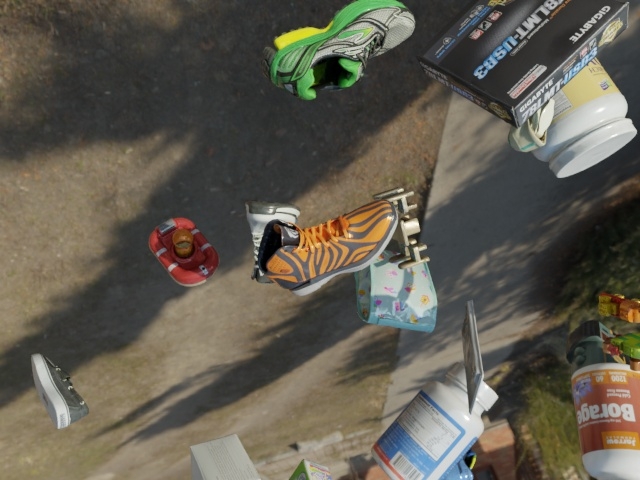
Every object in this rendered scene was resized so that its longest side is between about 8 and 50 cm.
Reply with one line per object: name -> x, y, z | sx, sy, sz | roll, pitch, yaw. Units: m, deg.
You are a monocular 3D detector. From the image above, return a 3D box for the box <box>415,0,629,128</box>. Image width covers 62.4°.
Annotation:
box -> 0.400, -0.410, 1.088 | 0.295, 0.293, 0.073 | -43, 140, 3

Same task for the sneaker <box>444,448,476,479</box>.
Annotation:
sneaker -> 0.278, 0.440, 1.079 | 0.082, 0.069, 0.209 | -12, -179, 15

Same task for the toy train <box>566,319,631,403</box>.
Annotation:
toy train -> 0.634, 0.314, 1.153 | 0.142, 0.190, 0.334 | -55, 172, 32

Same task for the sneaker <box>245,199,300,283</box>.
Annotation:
sneaker -> -0.160, 0.017, 1.773 | 0.169, 0.257, 0.447 | 6, 172, 5

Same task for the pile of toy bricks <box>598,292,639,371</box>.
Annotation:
pile of toy bricks -> 0.474, 0.149, 0.772 | 0.105, 0.118, 0.212 | -11, -169, -17

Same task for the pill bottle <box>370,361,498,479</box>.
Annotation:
pill bottle -> 0.202, 0.325, 0.917 | 0.221, 0.124, 0.124 | -47, 151, -5

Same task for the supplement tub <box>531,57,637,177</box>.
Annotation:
supplement tub -> 0.612, -0.353, 1.347 | 0.241, 0.331, 0.241 | -23, 163, -7

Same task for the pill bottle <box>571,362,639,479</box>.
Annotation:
pill bottle -> 0.495, 0.325, 0.876 | 0.121, 0.216, 0.121 | 6, 145, 4

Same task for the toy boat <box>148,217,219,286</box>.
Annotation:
toy boat -> -0.399, 0.019, 1.546 | 0.151, 0.231, 0.151 | -35, 163, -24

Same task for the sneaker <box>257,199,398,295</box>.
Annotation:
sneaker -> 0.000, 0.000, 1.114 | 0.321, 0.124, 0.180 | -37, 136, 20

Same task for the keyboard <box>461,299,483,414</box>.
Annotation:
keyboard -> 0.252, 0.184, 0.886 | 0.014, 0.256, 0.072 | 6, 110, 10

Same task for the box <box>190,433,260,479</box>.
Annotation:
box -> -0.227, 0.593, 1.244 | 0.119, 0.182, 0.181 | -6, 110, -27

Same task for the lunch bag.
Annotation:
lunch bag -> 0.230, 0.167, 1.636 | 0.223, 0.262, 0.160 | 12, 133, -14

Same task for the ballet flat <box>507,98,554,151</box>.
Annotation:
ballet flat -> 0.472, -0.308, 1.130 | 0.086, 0.248, 0.086 | 14, 172, 2

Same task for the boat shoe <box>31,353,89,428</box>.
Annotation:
boat shoe -> -0.358, 0.201, 0.719 | 0.040, 0.142, 0.049 | -11, 123, -40

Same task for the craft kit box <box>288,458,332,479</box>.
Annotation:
craft kit box -> -0.041, 0.484, 0.721 | 0.061, 0.250, 0.246 | 26, 103, -25

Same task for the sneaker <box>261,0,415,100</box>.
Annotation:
sneaker -> 0.060, -0.374, 1.071 | 0.343, 0.146, 0.134 | -32, 151, -17

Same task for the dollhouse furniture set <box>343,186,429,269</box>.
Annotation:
dollhouse furniture set -> 0.188, -0.036, 1.592 | 0.161, 0.212, 0.242 | -18, -165, -10
